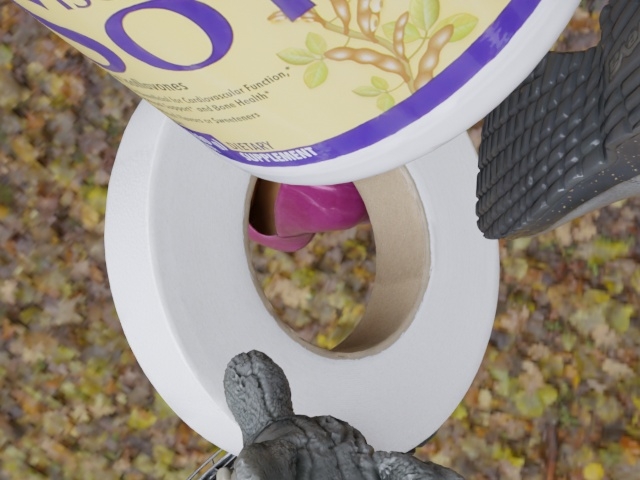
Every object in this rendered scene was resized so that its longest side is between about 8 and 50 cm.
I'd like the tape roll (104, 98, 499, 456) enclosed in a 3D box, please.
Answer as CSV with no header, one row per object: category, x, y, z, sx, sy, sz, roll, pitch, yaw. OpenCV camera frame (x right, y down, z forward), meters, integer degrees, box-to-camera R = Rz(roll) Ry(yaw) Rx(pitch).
tape roll,0.000,0.000,1.011,0.072,0.392,0.392,-13,119,49

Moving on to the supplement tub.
supplement tub,-0.057,-0.194,0.456,0.241,0.241,0.331,-24,141,28

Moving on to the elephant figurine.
elephant figurine,-0.003,0.162,0.598,0.186,0.169,0.240,-8,76,26

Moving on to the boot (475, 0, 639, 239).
boot,0.233,-0.057,0.674,0.222,0.338,0.118,6,83,-13

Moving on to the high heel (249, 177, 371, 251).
high heel,-0.053,-0.062,1.306,0.181,0.127,0.377,12,170,-34

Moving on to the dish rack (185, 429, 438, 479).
dish rack,-0.022,0.216,1.182,0.271,0.074,0.208,8,134,-45
